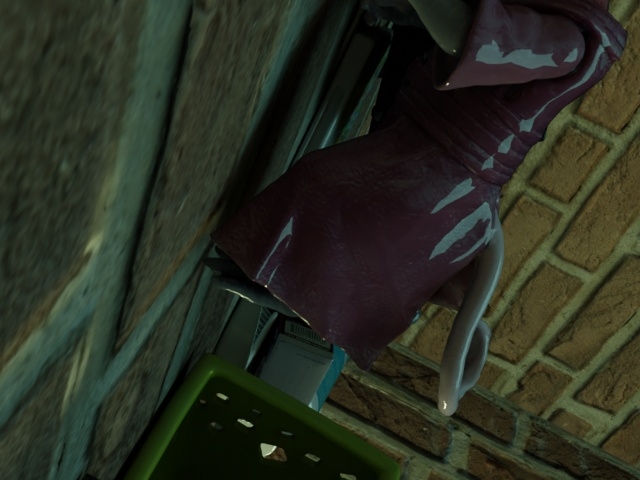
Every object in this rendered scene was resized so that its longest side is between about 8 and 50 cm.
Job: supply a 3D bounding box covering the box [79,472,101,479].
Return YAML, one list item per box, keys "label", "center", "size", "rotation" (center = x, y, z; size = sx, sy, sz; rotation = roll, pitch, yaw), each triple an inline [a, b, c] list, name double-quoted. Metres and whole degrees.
- label: "box"
  center: [-0.201, 0.284, 0.639]
  size: [0.233, 0.044, 0.159]
  rotation: [-63, 177, 24]

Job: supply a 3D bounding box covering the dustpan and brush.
- label: "dustpan and brush"
  center: [-0.093, 0.142, 1.150]
  size: [0.211, 0.060, 0.147]
  rotation: [-62, 177, -19]

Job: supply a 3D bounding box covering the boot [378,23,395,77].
- label: "boot"
  center: [0.100, -0.245, 1.144]
  size: [0.114, 0.037, 0.106]
  rotation: [-59, -162, -8]

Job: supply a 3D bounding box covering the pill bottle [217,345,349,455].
- label: "pill bottle"
  center: [-0.054, 0.189, 1.432]
  size: [0.146, 0.146, 0.264]
  rotation: [-64, 175, 34]

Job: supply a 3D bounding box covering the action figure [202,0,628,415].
- label: "action figure"
  center: [0.097, -0.071, 0.663]
  size: [0.370, 0.276, 0.248]
  rotation: [-49, 177, 22]

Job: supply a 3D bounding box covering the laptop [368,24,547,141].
- label: "laptop"
  center: [0.134, -0.187, 0.901]
  size: [0.264, 0.136, 0.234]
  rotation: [86, 19, -83]

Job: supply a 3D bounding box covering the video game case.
- label: "video game case"
  center: [0.017, -0.122, 1.015]
  size: [0.193, 0.023, 0.212]
  rotation: [-63, 178, 17]

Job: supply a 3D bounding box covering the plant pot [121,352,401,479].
- label: "plant pot"
  center: [-0.091, 0.282, 0.953]
  size: [0.227, 0.228, 0.207]
  rotation: [-61, -176, -38]

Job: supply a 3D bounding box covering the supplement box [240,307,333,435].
- label: "supplement box"
  center: [-0.039, 0.117, 1.264]
  size: [0.239, 0.073, 0.130]
  rotation: [-88, -158, -62]
